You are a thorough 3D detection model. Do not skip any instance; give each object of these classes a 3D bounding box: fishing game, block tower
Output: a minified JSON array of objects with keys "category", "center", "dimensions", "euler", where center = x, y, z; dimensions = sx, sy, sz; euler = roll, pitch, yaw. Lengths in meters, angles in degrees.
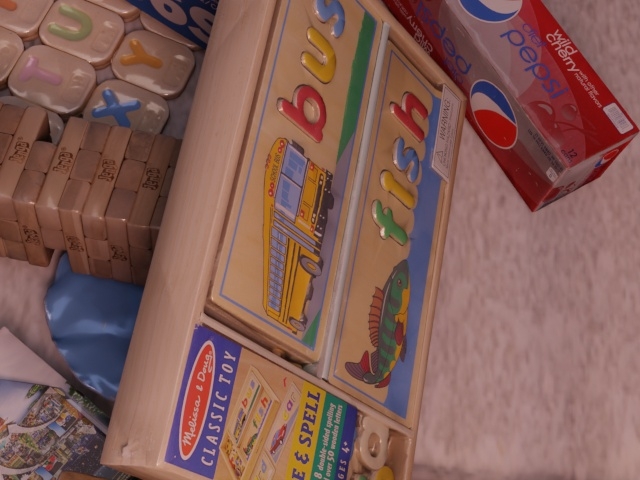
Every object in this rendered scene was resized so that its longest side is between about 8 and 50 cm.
[{"category":"fishing game","center":[-0.125,0.051,0.832],"dimensions":[0.264,0.041,0.189],"euler":[43,62,17]},{"category":"block tower","center":[-0.202,-0.038,0.800],"dimensions":[0.335,0.097,0.091],"euler":[10,55,1]}]

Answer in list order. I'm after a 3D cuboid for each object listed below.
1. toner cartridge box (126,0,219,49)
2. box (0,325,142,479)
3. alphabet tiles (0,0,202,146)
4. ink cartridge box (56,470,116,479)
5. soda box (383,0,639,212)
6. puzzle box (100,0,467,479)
[{"category":"toner cartridge box","center":[-0.191,-0.297,0.872],"dimensions":[0.348,0.165,0.075],"euler":[32,68,4]},{"category":"box","center":[-0.254,0.200,0.752],"dimensions":[0.159,0.044,0.233],"euler":[39,69,9]},{"category":"alphabet tiles","center":[-0.244,-0.199,0.927],"dimensions":[0.278,0.021,0.284],"euler":[23,68,3]},{"category":"ink cartridge box","center":[-0.072,0.263,0.662],"dimensions":[0.235,0.193,0.088],"euler":[13,33,-2]},{"category":"soda box","center":[0.160,-0.162,0.921],"dimensions":[0.083,0.092,0.263],"euler":[-27,74,-18]},{"category":"puzzle box","center":[0.000,0.000,0.760],"dimensions":[0.052,0.272,0.409],"euler":[-7,62,36]}]
